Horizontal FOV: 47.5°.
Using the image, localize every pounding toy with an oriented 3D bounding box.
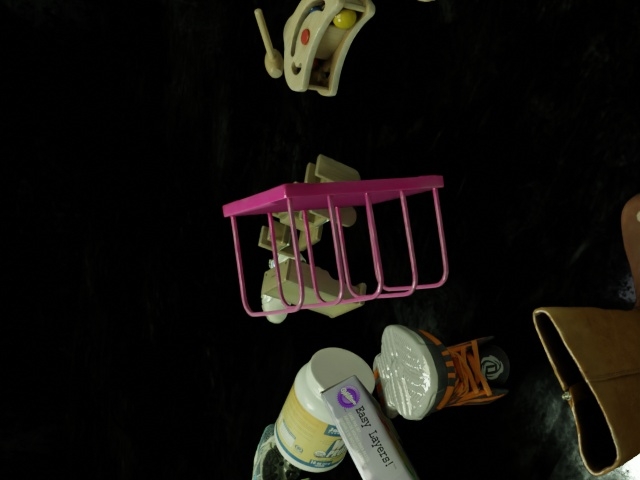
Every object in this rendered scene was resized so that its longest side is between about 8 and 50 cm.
[{"bbox_3d":[-0.033,-0.360,1.329,0.269,0.154,0.154,-43,53,50],"label":"pounding toy"}]

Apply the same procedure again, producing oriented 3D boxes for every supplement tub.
[{"bbox_3d":[0.008,0.308,1.324,0.144,0.144,0.200,56,136,40],"label":"supplement tub"}]

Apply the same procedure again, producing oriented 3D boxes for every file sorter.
[{"bbox_3d":[0.030,0.009,1.139,0.202,0.290,0.182,-12,85,57],"label":"file sorter"}]

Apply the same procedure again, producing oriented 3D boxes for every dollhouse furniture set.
[{"bbox_3d":[0.000,0.000,1.365,0.212,0.161,0.242,-31,45,54],"label":"dollhouse furniture set"}]

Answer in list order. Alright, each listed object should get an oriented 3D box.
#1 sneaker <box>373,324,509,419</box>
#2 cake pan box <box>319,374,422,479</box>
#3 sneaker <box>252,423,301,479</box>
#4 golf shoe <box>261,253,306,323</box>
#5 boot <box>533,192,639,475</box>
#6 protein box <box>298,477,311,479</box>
[{"bbox_3d":[0.178,0.169,0.988,0.321,0.180,0.125,103,157,-77],"label":"sneaker"},{"bbox_3d":[0.108,0.351,1.099,0.246,0.070,0.267,62,-179,31],"label":"cake pan box"},{"bbox_3d":[-0.099,0.528,1.574,0.122,0.110,0.283,-126,45,-66],"label":"sneaker"},{"bbox_3d":[-0.072,0.101,1.512,0.086,0.069,0.176,29,118,47],"label":"golf shoe"},{"bbox_3d":[0.301,0.071,0.718,0.096,0.280,0.264,-32,65,54],"label":"boot"},{"bbox_3d":[-0.039,0.619,1.427,0.199,0.135,0.201,29,115,53],"label":"protein box"}]
